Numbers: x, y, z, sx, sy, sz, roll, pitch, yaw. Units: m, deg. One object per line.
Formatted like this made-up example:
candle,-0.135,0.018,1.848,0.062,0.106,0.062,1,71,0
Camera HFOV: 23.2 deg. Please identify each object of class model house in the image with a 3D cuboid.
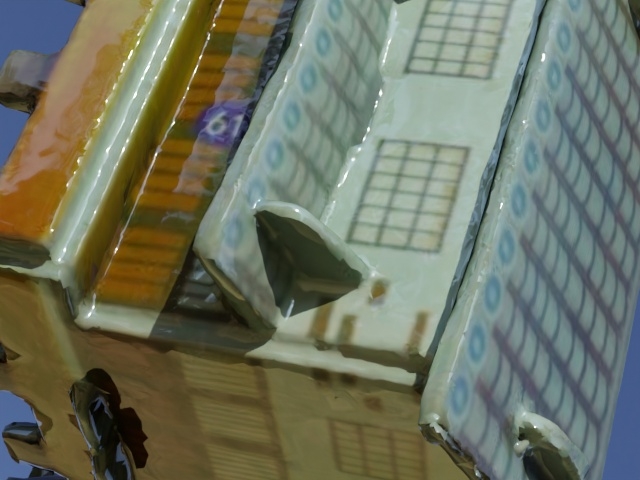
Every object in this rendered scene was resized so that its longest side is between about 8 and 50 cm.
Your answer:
model house,0.000,0.000,0.528,0.215,0.224,0.198,8,-37,16
